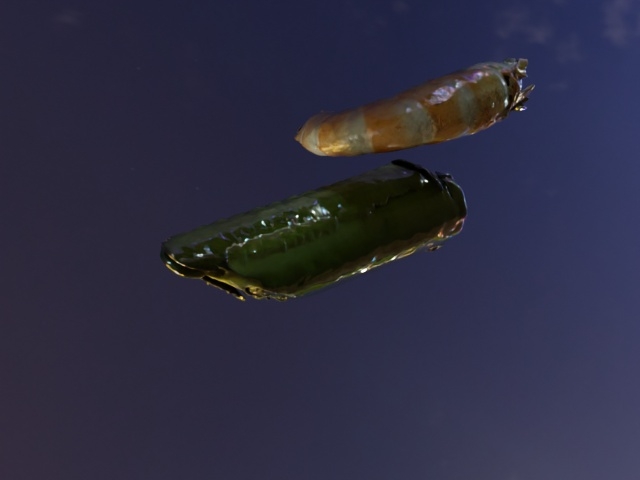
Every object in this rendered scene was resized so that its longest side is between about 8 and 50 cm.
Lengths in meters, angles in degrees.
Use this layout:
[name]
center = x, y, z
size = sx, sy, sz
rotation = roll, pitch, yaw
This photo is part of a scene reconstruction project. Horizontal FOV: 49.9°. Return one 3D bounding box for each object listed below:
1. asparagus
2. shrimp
[asparagus]
center = 0.000, 0.000, 0.721
size = 0.382, 0.108, 0.128
rotation = -20, -20, -38
[shrimp]
center = 0.075, -0.131, 0.764
size = 0.185, 0.287, 0.068
rotation = -35, -69, -52
